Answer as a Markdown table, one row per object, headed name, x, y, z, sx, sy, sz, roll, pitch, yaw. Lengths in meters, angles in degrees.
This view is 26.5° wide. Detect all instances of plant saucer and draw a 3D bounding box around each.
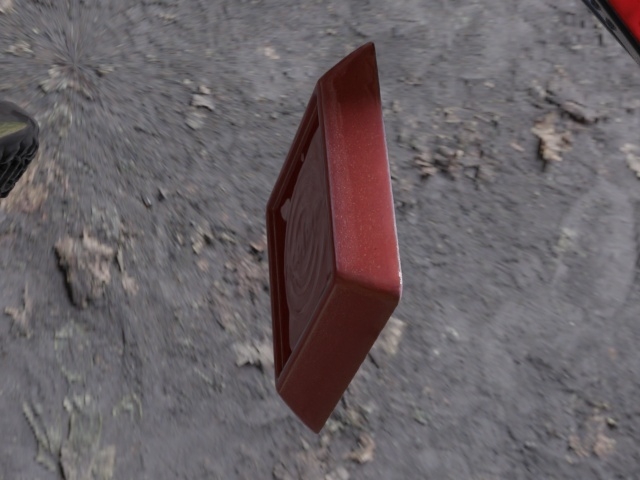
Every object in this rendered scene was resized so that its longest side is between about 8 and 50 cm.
| name | x | y | z | sx | sy | sz | roll | pitch | yaw |
| --- | --- | --- | --- | --- | --- | --- | --- | --- | --- |
| plant saucer | 0.000 | 0.000 | 1.189 | 0.047 | 0.258 | 0.259 | 6 | 56 | -14 |

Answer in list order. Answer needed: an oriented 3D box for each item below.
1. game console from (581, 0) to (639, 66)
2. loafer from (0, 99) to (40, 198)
| name | x | y | z | sx | sy | sz | roll | pitch | yaw |
| --- | --- | --- | --- | --- | --- | --- | --- | --- | --- |
| game console | 0.189 | -0.296 | 1.204 | 0.060 | 0.386 | 0.342 | -35 | 128 | 10 |
| loafer | -0.177 | -0.010 | 0.383 | 0.078 | 0.220 | 0.080 | 46 | 121 | 7 |
